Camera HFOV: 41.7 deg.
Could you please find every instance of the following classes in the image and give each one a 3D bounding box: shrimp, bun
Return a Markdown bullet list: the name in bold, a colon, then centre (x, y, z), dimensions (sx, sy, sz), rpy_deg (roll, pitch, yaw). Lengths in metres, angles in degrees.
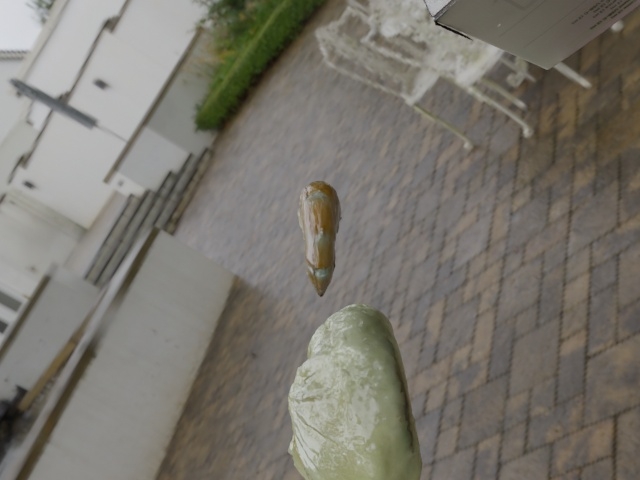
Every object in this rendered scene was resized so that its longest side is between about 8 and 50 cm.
- **shrimp**: centre (0.000, 0.000, 0.446), dimensions (0.108, 0.023, 0.059), rpy_deg (43, -135, -86)
- **bun**: centre (0.024, 0.172, 0.823), dimensions (0.222, 0.127, 0.223), rpy_deg (-11, -90, -89)

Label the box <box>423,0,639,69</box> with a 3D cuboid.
- **box**: centre (0.252, -0.307, 0.923), dimensions (0.203, 0.251, 0.106), rpy_deg (-38, 59, 36)
